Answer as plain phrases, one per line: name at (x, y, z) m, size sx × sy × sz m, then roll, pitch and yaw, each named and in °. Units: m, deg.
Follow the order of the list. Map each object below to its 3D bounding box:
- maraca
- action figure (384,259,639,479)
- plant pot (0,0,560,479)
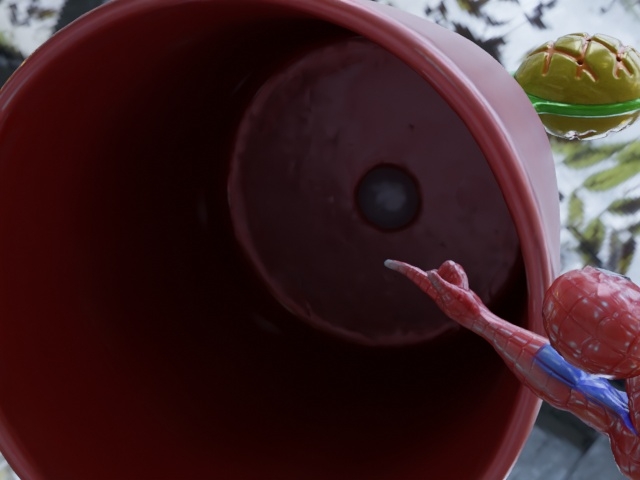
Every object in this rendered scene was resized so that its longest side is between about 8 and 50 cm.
maraca at (0.230, -0.144, 1.408) m, size 0.127 × 0.186 × 0.099 m, roll -120°, pitch -153°, yaw -62°
action figure at (0.140, 0.023, 0.490) m, size 0.139 × 0.280 × 0.091 m, roll 46°, pitch -68°, yaw 38°
plant pot at (0.000, 0.000, 0.719) m, size 0.275 × 0.243 × 0.275 m, roll 5°, pitch -75°, yaw 18°
